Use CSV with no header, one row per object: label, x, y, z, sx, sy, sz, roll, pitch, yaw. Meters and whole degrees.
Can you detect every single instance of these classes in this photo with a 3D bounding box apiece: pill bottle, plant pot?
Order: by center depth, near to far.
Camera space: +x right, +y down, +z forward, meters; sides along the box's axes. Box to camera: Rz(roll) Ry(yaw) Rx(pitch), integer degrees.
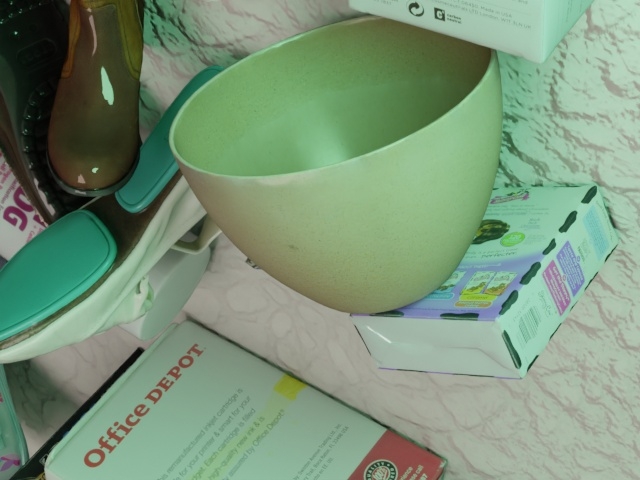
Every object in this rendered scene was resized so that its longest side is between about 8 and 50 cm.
plant pot,0.035,-0.050,1.314,0.284,0.284,0.191,6,128,39
pill bottle,-0.278,-0.017,1.745,0.283,0.160,0.160,33,143,11

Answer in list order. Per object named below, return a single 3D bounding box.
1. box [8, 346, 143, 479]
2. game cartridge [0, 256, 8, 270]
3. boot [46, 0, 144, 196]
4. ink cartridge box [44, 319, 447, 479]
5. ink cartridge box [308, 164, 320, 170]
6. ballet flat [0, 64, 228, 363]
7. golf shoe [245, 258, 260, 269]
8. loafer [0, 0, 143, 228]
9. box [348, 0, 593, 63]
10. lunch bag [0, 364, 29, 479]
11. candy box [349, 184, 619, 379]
box,-0.351,0.310,2.027,0.073,0.293,0.295,41,143,1
game cartridge,-0.521,-0.019,1.943,0.355,0.068,0.230,18,156,48
boot,-0.206,-0.215,1.425,0.096,0.264,0.280,9,139,3
ink cartridge box,-0.089,0.304,1.798,0.385,0.279,0.160,28,142,20
ink cartridge box,0.063,-0.005,1.488,0.209,0.109,0.062,49,144,-8
ballet flat,-0.184,0.000,1.536,0.139,0.400,0.139,44,-177,-3
golf shoe,0.000,0.000,1.606,0.086,0.069,0.176,33,151,-21
loafer,-0.303,-0.147,1.648,0.366,0.134,0.130,65,152,3
box,0.120,-0.259,1.173,0.181,0.119,0.182,21,139,26
lunch bag,-0.516,0.253,2.201,0.224,0.108,0.279,-38,70,50
candy box,0.150,0.033,1.371,0.165,0.196,0.070,0,127,43
